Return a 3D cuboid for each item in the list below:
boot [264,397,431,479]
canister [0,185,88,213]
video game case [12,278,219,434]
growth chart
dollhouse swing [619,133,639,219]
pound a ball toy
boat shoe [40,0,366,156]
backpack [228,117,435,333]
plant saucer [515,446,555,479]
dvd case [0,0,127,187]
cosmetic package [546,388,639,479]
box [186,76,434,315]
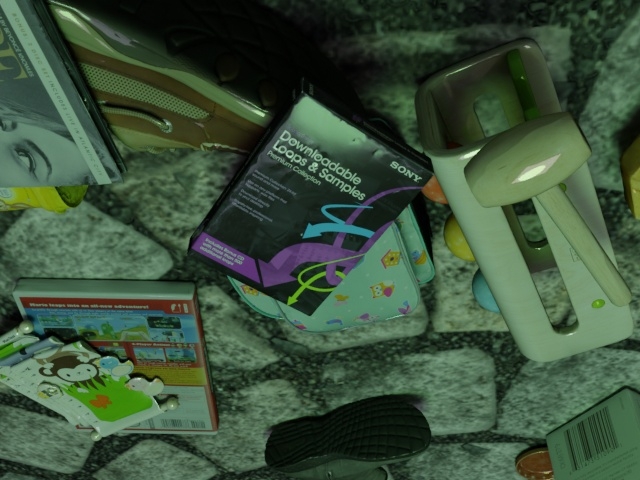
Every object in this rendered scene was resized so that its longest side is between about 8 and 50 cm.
[{"bbox_3d":[0.059,0.299,0.991,0.246,0.083,0.161,-16,138,24],"label":"boot"},{"bbox_3d":[-0.315,-0.080,0.638,0.169,0.073,0.126,-5,133,8],"label":"canister"},{"bbox_3d":[-0.241,0.155,0.889,0.204,0.025,0.285,1,134,1],"label":"video game case"},{"bbox_3d":[-0.309,0.177,0.881,0.172,0.021,0.237,-33,125,27],"label":"growth chart"},{"bbox_3d":[0.476,-0.026,0.532,0.304,0.315,0.347,2,137,-28],"label":"dollhouse swing"},{"bbox_3d":[0.165,-0.008,0.597,0.135,0.208,0.319,-20,130,19],"label":"pound a ball toy"},{"bbox_3d":[-0.123,-0.133,0.562,0.324,0.123,0.120,25,135,-10],"label":"boat shoe"},{"bbox_3d":[0.000,0.000,0.656,0.188,0.144,0.166,-12,135,16],"label":"backpack"},{"bbox_3d":[0.326,0.324,1.037,0.083,0.013,0.083,1,132,1],"label":"plant saucer"},{"bbox_3d":[-0.274,-0.104,0.531,0.221,0.018,0.165,-2,134,16],"label":"dvd case"},{"bbox_3d":[0.427,0.317,0.932,0.183,0.151,0.151,24,131,-20],"label":"cosmetic package"},{"bbox_3d":[-0.010,-0.025,0.529,0.116,0.029,0.162,28,118,-20],"label":"box"}]
